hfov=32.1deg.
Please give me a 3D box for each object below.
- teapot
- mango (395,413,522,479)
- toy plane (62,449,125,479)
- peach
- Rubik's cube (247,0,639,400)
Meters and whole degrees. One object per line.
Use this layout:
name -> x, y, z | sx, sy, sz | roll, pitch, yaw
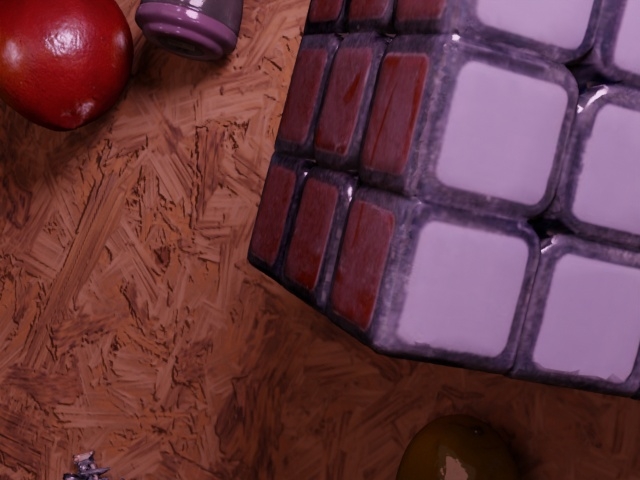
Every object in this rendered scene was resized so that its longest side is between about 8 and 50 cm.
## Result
teapot -> -0.136, -0.280, 1.256 | 0.116, 0.148, 0.146 | 16, 82, 1
mango -> 0.122, 0.256, 1.007 | 0.130, 0.092, 0.194 | 21, 103, 34
toy plane -> -0.261, 0.300, 1.302 | 0.188, 0.062, 0.135 | -24, 46, 30
peach -> -0.308, -0.218, 1.313 | 0.197, 0.197, 0.197 | -4, 83, 36
Rubik's cube -> 0.151, -0.069, 0.827 | 0.305, 0.301, 0.303 | -147, 71, -69
